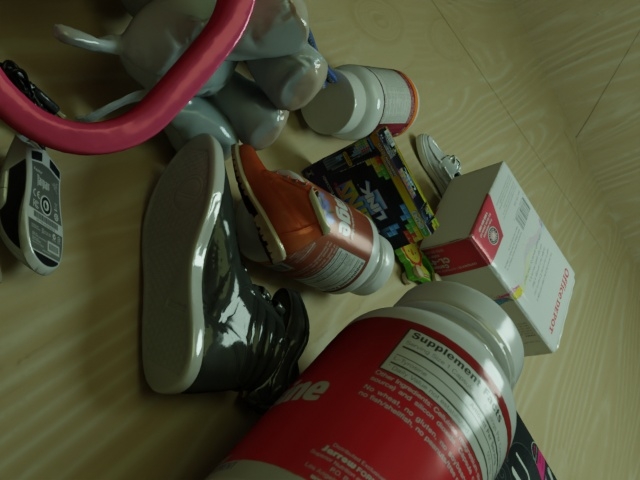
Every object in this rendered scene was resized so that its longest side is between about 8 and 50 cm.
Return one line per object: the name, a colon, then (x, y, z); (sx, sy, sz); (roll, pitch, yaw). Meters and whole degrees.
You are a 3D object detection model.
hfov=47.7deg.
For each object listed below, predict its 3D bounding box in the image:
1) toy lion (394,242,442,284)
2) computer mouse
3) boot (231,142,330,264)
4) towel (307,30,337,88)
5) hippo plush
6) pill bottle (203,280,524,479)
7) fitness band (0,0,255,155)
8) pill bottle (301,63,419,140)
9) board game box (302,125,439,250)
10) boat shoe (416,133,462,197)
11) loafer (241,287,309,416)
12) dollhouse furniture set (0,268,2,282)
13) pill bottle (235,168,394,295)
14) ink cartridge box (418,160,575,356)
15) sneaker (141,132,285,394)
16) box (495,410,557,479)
toy lion: (0.162, 0.034, 1.248); (0.100, 0.034, 0.096); (23, 44, -46)
computer mouse: (-0.273, -0.059, 0.666); (0.106, 0.042, 0.193); (65, 16, -68)
boot: (-0.049, -0.055, 0.829); (0.059, 0.084, 0.158); (81, -17, -67)
towel: (-0.073, -0.404, 1.035); (0.336, 0.040, 0.243); (65, 4, 24)
hippo plush: (-0.157, -0.242, 0.864); (0.294, 0.234, 0.237); (-13, 54, -15)
pill bottle: (0.063, 0.216, 0.752); (0.407, 0.229, 0.229); (-41, 104, -46)
fitness band: (-0.180, -0.213, 0.642); (0.209, 0.054, 0.291); (44, 74, -27)
pill bottle: (0.067, -0.226, 1.191); (0.221, 0.121, 0.121); (-16, 83, -57)
board game box: (0.074, -0.063, 1.079); (0.170, 0.141, 0.048); (60, 32, -8)
boat shoe: (0.257, -0.139, 1.455); (0.184, 0.063, 0.066); (61, 33, -7)
loafer: (-0.054, 0.125, 0.855); (0.061, 0.062, 0.170); (32, 44, -34)
dollhouse furniture set: (-0.347, -0.046, 0.554); (0.161, 0.101, 0.182); (40, 33, -73)
pill bottle: (0.000, 0.000, 0.953); (0.216, 0.121, 0.121); (27, 49, -44)
ink cartridge box: (0.341, 0.042, 1.370); (0.306, 0.131, 0.226); (53, 46, -22)
sneaker: (-0.111, 0.033, 0.802); (0.146, 0.104, 0.296); (28, 53, -47)
box: (0.217, 0.324, 1.033); (0.270, 0.143, 0.165); (57, 33, -12)
